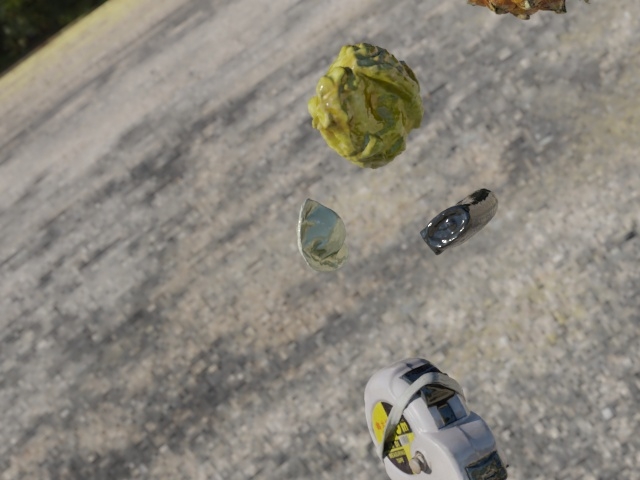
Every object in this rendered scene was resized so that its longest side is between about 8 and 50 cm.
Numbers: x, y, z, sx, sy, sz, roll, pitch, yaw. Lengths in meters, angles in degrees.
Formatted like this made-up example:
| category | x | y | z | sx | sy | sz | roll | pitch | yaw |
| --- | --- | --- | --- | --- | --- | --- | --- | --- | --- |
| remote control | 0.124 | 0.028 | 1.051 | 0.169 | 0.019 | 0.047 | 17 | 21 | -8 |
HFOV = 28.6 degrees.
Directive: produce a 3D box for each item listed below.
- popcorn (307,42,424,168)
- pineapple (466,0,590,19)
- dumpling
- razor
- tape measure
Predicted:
| category | x | y | z | sx | sy | sz | roll | pitch | yaw |
| --- | --- | --- | --- | --- | --- | --- | --- | --- | --- |
| popcorn | 0.067 | -0.216 | 1.976 | 0.197 | 0.197 | 0.155 | -40 | 36 | -14 |
| pineapple | 0.258 | -0.311 | 1.376 | 0.233 | 0.135 | 0.079 | -40 | 5 | -7 |
| dumpling | -0.001 | 0.000 | 1.188 | 0.043 | 0.077 | 0.059 | 7 | 55 | 16 |
| razor | 0.202 | -0.028 | 1.790 | 0.090 | 0.054 | 0.148 | -41 | -5 | 25 |
| tape measure | 0.140 | 0.258 | 1.730 | 0.120 | 0.197 | 0.236 | -22 | -5 | -26 |
